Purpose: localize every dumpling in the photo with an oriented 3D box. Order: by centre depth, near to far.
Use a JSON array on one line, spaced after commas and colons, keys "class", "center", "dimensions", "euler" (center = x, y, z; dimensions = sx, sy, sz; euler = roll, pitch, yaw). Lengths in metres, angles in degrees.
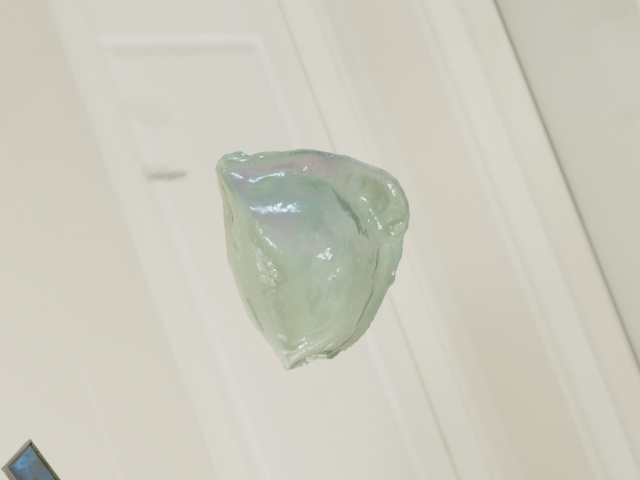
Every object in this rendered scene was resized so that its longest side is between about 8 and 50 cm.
[{"class": "dumpling", "center": [-0.011, 0.002, 1.039], "dimensions": [0.105, 0.216, 0.149], "euler": [8, -134, 39]}]

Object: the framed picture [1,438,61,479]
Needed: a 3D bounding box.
[{"class": "framed picture", "center": [-0.282, 0.250, 1.313], "dimensions": [0.007, 0.089, 0.066], "euler": [-32, -172, 18]}]
